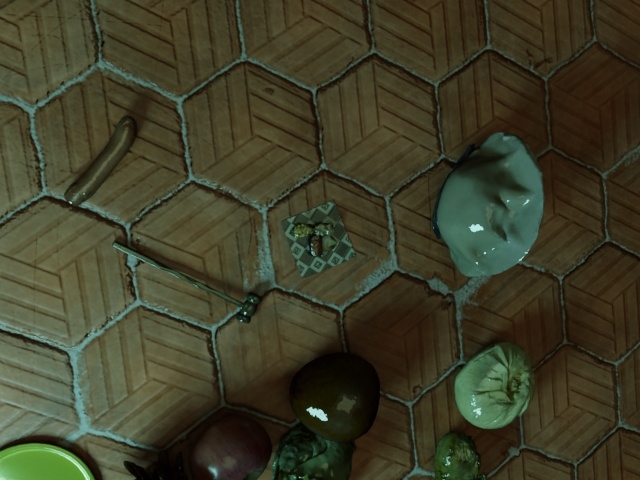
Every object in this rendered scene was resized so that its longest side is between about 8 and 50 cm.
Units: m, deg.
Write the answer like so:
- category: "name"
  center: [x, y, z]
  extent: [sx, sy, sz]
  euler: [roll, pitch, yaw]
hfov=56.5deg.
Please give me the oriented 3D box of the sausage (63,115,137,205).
- category: "sausage"
  center: [-0.383, -0.138, 1.052]
  extent: [0.043, 0.043, 0.186]
  euler: [37, 86, -14]

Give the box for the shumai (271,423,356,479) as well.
- category: "shumai"
  center: [-0.005, 0.445, 1.139]
  extent: [0.184, 0.142, 0.184]
  euler: [-2, 98, -13]

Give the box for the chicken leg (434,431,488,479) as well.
- category: "chicken leg"
  center: [0.291, 0.509, 1.247]
  extent: [0.103, 0.088, 0.228]
  euler: [-4, 92, -27]

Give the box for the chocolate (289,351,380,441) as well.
- category: "chocolate"
  center: [0.025, 0.290, 1.127]
  extent: [0.176, 0.177, 0.177]
  euler: [-1, 95, -14]

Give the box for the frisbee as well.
- category: "frisbee"
  center: [-0.522, 0.478, 1.076]
  extent: [0.235, 0.017, 0.236]
  euler: [-1, 94, -14]

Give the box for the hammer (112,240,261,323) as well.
- category: "hammer"
  center: [-0.249, 0.069, 1.111]
  extent: [0.292, 0.029, 0.058]
  euler: [28, 86, -13]

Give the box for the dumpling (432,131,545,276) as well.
- category: "dumpling"
  center: [0.315, -0.069, 1.149]
  extent: [0.163, 0.204, 0.293]
  euler: [16, 99, -3]

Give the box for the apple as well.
- category: "apple"
  center: [-0.167, 0.394, 1.094]
  extent: [0.153, 0.153, 0.120]
  euler: [-45, 66, -7]

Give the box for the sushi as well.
- category: "sushi"
  center: [0.000, 0.000, 1.165]
  extent: [0.120, 0.026, 0.126]
  euler: [-23, 100, -12]

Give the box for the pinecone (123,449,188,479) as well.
- category: "pinecone"
  center: [-0.307, 0.479, 1.019]
  extent: [0.201, 0.229, 0.203]
  euler: [-21, 94, -20]

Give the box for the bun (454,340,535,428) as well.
- category: "bun"
  center: [0.368, 0.303, 1.237]
  extent: [0.188, 0.111, 0.164]
  euler: [-41, 100, -4]
